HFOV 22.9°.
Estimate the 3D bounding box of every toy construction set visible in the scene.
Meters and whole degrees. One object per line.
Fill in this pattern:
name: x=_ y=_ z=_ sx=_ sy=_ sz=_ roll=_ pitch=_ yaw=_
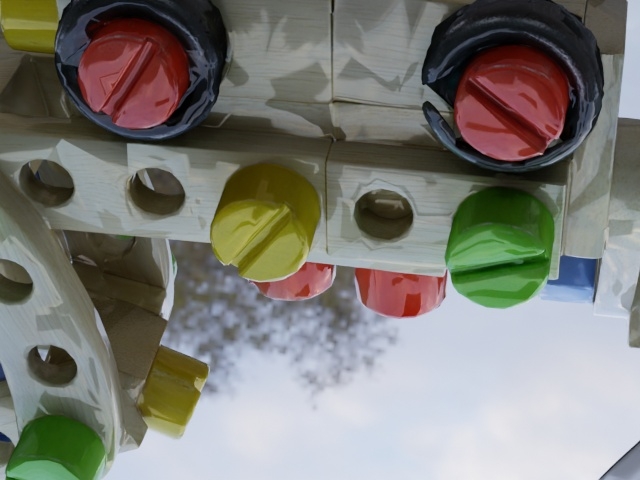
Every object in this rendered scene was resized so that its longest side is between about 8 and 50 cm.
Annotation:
toy construction set: x=0.000 y=0.000 z=0.504 sx=0.327 sy=0.215 sz=0.151 roll=-3 pitch=-145 yaw=-3

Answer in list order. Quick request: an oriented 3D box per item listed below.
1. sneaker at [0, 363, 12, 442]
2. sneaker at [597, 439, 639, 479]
sneaker: x=-0.246 y=0.036 z=0.798 sx=0.236 sy=0.130 sz=0.323 roll=44 pitch=-160 yaw=-47
sneaker: x=0.330 y=0.146 z=1.177 sx=0.106 sy=0.290 sz=0.123 roll=-29 pitch=-110 yaw=-42
